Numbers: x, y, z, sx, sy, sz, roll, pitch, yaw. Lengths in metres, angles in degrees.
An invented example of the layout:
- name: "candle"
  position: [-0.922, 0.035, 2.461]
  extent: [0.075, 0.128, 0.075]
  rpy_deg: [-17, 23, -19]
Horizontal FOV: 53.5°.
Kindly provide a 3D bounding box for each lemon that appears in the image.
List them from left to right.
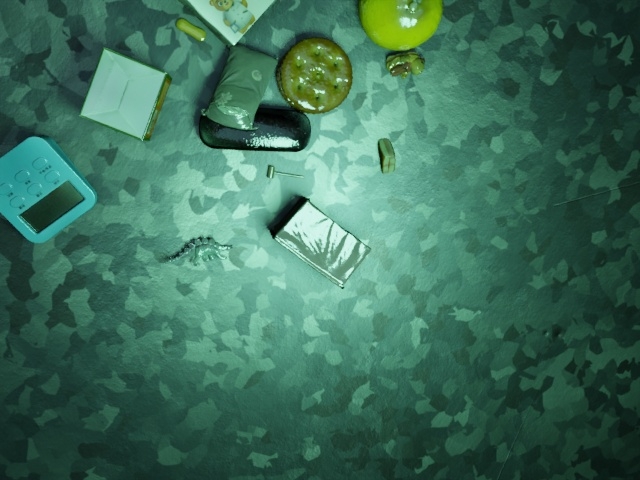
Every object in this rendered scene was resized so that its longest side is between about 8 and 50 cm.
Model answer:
- name: "lemon"
  position: [0.229, -0.654, 1.772]
  extent: [0.240, 0.219, 0.240]
  rpy_deg: [-2, 103, -10]

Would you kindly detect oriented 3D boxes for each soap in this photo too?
- name: "soap"
  position: [-0.365, -0.595, 1.793]
  extent: [0.089, 0.012, 0.034]
  rpy_deg: [29, 93, -12]

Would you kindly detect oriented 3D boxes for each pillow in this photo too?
- name: "pillow"
  position: [-0.223, -0.433, 1.773]
  extent: [0.169, 0.059, 0.255]
  rpy_deg: [17, 74, -1]

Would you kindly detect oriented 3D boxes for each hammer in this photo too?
- name: "hammer"
  position: [-0.103, -0.197, 1.896]
  extent: [0.110, 0.019, 0.035]
  rpy_deg: [8, 98, -12]

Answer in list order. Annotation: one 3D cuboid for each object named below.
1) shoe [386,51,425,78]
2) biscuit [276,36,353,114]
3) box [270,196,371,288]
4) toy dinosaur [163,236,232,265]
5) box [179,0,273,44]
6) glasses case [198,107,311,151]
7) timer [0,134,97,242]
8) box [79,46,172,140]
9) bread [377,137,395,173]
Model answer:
- name: "shoe"
  position: [0.250, -0.513, 1.875]
  extent: [0.109, 0.072, 0.069]
  rpy_deg: [5, 60, -14]
- name: "biscuit"
  position: [-0.015, -0.475, 1.842]
  extent: [0.220, 0.066, 0.220]
  rpy_deg: [-2, 99, -12]
- name: "box"
  position: [0.000, 0.000, 1.859]
  extent: [0.252, 0.188, 0.153]
  rpy_deg: [38, 92, -10]
- name: "toy dinosaur"
  position: [-0.362, 0.034, 1.879]
  extent: [0.209, 0.039, 0.082]
  rpy_deg: [-16, 98, -17]
- name: "box"
  position: [-0.295, -0.719, 1.686]
  extent: [0.341, 0.143, 0.225]
  rpy_deg: [42, 91, -24]
- name: "glasses case"
  position: [-0.187, -0.320, 1.829]
  extent: [0.321, 0.082, 0.122]
  rpy_deg: [1, 96, -9]
- name: "timer"
  position: [-0.783, -0.139, 1.765]
  extent: [0.232, 0.091, 0.250]
  rpy_deg: [-38, 106, -2]
- name: "box"
  position: [-0.525, -0.393, 1.732]
  extent: [0.177, 0.148, 0.195]
  rpy_deg: [20, 96, -9]
- name: "bread"
  position: [0.201, -0.254, 1.912]
  extent: [0.043, 0.062, 0.109]
  rpy_deg: [-10, 97, -6]
